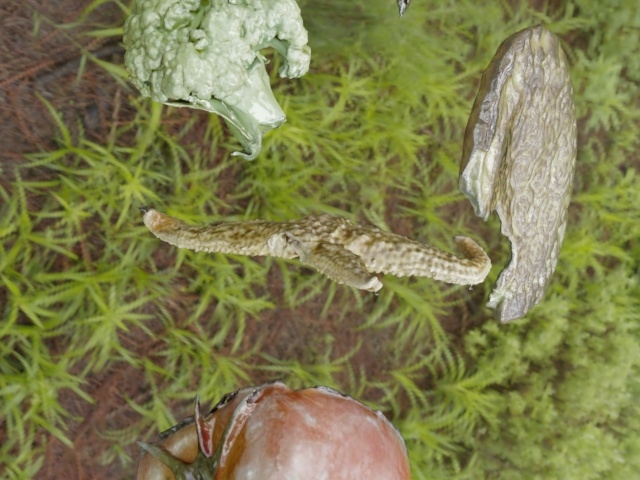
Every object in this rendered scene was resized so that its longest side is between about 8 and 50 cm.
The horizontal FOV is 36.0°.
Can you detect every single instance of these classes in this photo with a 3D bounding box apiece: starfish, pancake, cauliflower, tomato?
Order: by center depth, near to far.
[{"bbox_3d":[-0.039,0.215,0.708,0.181,0.214,0.155,27,42,-28],"label":"tomato"},{"bbox_3d":[0.197,-0.060,0.956,0.288,0.033,0.286,8,94,-59],"label":"pancake"},{"bbox_3d":[0.000,0.000,1.366,0.324,0.432,0.082,-4,101,-47],"label":"starfish"},{"bbox_3d":[-0.126,-0.277,1.388,0.281,0.260,0.327,32,45,-26],"label":"cauliflower"}]

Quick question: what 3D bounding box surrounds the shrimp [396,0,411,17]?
[{"bbox_3d":[0.055,-0.433,1.309,0.233,0.071,0.365,-36,142,-17],"label":"shrimp"}]
